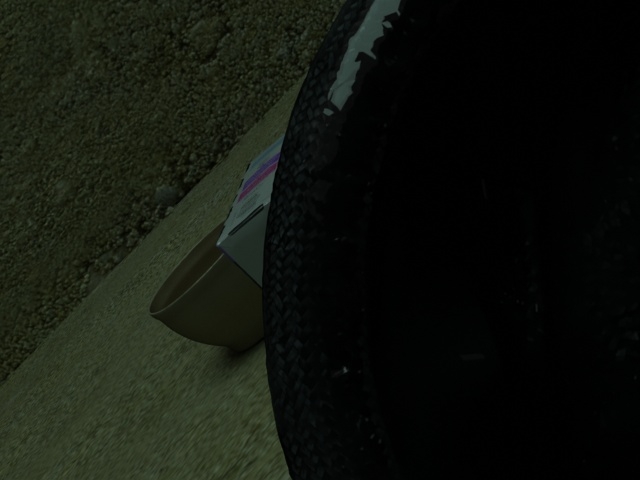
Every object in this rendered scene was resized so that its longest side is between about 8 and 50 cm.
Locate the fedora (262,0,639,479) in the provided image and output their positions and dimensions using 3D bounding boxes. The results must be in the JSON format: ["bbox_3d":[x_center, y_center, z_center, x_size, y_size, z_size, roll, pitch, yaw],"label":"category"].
[{"bbox_3d":[0.139,0.012,0.348,0.334,0.334,0.152,-43,-15,8],"label":"fedora"}]

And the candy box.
[{"bbox_3d":[0.000,0.000,0.846,0.070,0.165,0.196,-39,17,19],"label":"candy box"}]

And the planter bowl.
[{"bbox_3d":[-0.103,0.059,1.067,0.162,0.109,0.162,-41,15,14],"label":"planter bowl"}]
